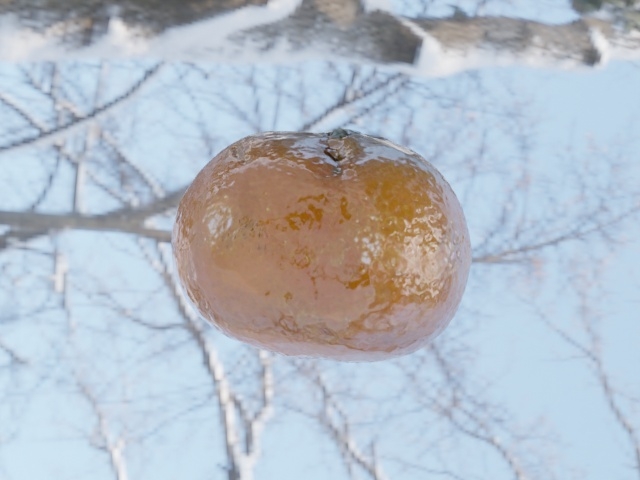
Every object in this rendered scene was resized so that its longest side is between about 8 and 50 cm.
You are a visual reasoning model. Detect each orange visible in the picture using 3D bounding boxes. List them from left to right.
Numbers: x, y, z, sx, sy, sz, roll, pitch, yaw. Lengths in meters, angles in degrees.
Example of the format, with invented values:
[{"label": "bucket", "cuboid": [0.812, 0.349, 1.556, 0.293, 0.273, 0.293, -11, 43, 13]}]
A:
[{"label": "orange", "cuboid": [0.000, 0.000, 1.201, 0.224, 0.224, 0.170, 11, -86, 40]}]
